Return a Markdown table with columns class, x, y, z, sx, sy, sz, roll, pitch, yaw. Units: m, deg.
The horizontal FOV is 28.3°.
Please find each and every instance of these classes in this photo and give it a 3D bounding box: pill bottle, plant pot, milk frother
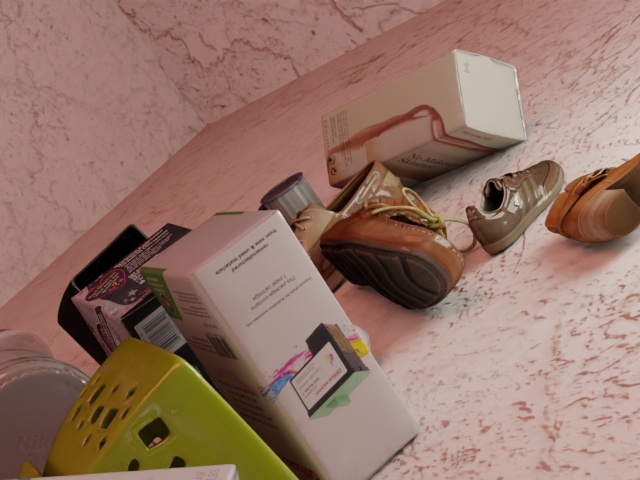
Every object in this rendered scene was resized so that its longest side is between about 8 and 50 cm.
| class | x | y | z | sx | sy | sz | roll | pitch | yaw |
| --- | --- | --- | --- | --- | --- | --- | --- | --- | --- |
| pill bottle | -0.635 | 0.250 | 2.508 | 0.152 | 0.152 | 0.272 | -42 | 16 | -25 |
| plant pot | -0.357 | 0.120 | 2.262 | 0.167 | 0.188 | 0.187 | -40 | 7 | 46 |
| milk frother | -0.050 | -0.010 | 2.021 | 0.129 | 0.134 | 0.143 | -29 | 15 | 28 |
| plant pot | -0.167 | 0.253 | 1.272 | 0.207 | 0.227 | 0.228 | -45 | 16 | -14 |

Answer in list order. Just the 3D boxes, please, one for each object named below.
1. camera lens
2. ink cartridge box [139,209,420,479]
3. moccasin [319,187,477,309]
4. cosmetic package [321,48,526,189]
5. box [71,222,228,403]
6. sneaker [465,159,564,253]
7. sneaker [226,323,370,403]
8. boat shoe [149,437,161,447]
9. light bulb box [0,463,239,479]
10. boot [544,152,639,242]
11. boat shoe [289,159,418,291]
| class | x | y | z | sx | sy | sz | roll | pitch | yaw |
| --- | --- | --- | --- | --- | --- | --- | --- | --- | --- |
| camera lens | -0.416 | 0.269 | 1.787 | 0.219 | 0.219 | 0.274 | -40 | 15 | -19 |
| ink cartridge box | -0.046 | 0.113 | 1.317 | 0.117 | 0.278 | 0.201 | -37 | 14 | -18 |
| moccasin | 0.109 | 0.002 | 1.647 | 0.147 | 0.139 | 0.380 | -46 | 6 | -5 |
| cosmetic package | 0.157 | -0.176 | 1.987 | 0.153 | 0.129 | 0.296 | 8 | -22 | -41 |
| box | -0.156 | 0.130 | 1.522 | 0.163 | 0.247 | 0.142 | -40 | 27 | -23 |
| sneaker | 0.250 | -0.063 | 1.619 | 0.066 | 0.071 | 0.188 | -21 | 21 | 46 |
| sneaker | -0.040 | 0.162 | 1.466 | 0.232 | 0.115 | 0.090 | -42 | 21 | -22 |
| boat shoe | -0.206 | 0.288 | 1.532 | 0.084 | 0.095 | 0.258 | -47 | 7 | -25 |
| light bulb box | -0.241 | 0.343 | 0.864 | 0.361 | 0.225 | 0.358 | -5 | 19 | 6 |
| boot | 0.347 | -0.071 | 1.428 | 0.197 | 0.073 | 0.152 | -36 | 10 | -13 |
| boat shoe | 0.000 | 0.000 | 1.907 | 0.324 | 0.116 | 0.123 | -41 | 15 | -21 |
